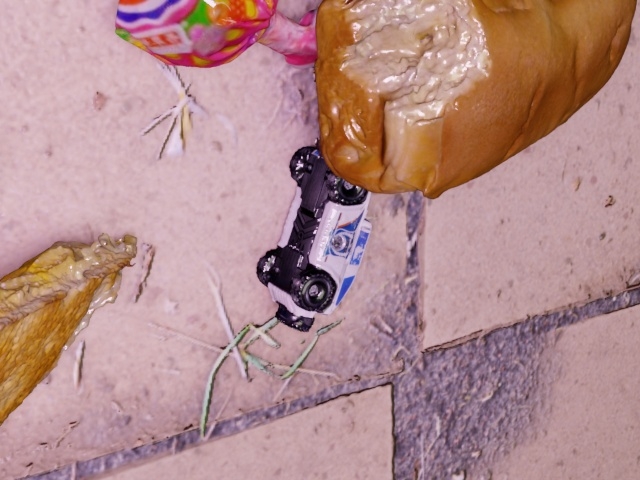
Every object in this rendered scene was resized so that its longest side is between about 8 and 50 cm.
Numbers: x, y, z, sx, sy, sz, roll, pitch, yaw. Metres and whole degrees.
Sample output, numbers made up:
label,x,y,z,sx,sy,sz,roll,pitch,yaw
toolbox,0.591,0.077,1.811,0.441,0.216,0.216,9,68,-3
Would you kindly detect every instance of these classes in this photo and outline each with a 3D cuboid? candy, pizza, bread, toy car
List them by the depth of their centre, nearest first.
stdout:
label,x,y,z,sx,sy,sz,roll,pitch,yaw
pizza,-0.246,0.078,0.817,0.288,0.075,0.280,-46,172,-46
candy,-0.017,-0.162,0.915,0.365,0.124,0.124,23,92,-46
bread,0.148,-0.162,0.933,0.344,0.149,0.195,-32,128,-41
toy car,0.000,0.000,0.978,0.070,0.080,0.171,12,99,-37
